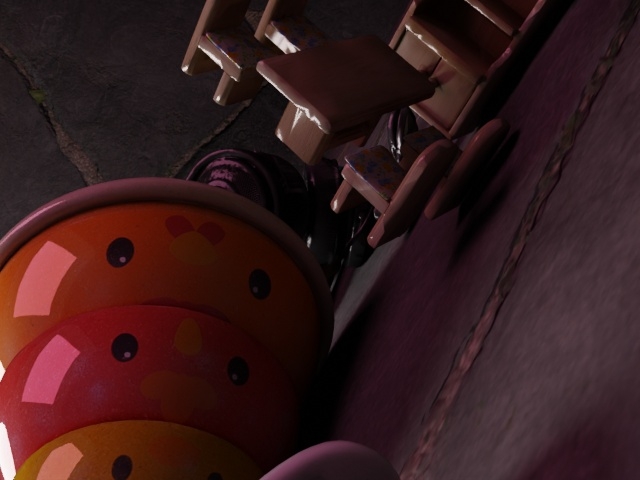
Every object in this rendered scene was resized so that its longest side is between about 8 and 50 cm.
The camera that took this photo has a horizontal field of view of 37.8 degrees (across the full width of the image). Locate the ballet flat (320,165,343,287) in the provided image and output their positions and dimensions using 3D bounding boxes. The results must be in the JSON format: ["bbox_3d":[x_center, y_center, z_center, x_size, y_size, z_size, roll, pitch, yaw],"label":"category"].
[{"bbox_3d":[-0.020,0.039,1.253,0.342,0.116,0.124,-73,-8,-48],"label":"ballet flat"}]

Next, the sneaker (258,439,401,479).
[{"bbox_3d":[-0.054,0.212,0.453,0.147,0.104,0.296,-129,63,-79],"label":"sneaker"}]

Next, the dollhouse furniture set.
[{"bbox_3d":[0.063,-0.149,0.718,0.242,0.212,0.161,-26,-26,-48],"label":"dollhouse furniture set"}]

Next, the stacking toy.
[{"bbox_3d":[-0.136,0.205,0.763,0.351,0.350,0.480,-59,25,29],"label":"stacking toy"}]

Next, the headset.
[{"bbox_3d":[-0.026,-0.061,1.048,0.394,0.243,0.185,11,99,56],"label":"headset"}]
